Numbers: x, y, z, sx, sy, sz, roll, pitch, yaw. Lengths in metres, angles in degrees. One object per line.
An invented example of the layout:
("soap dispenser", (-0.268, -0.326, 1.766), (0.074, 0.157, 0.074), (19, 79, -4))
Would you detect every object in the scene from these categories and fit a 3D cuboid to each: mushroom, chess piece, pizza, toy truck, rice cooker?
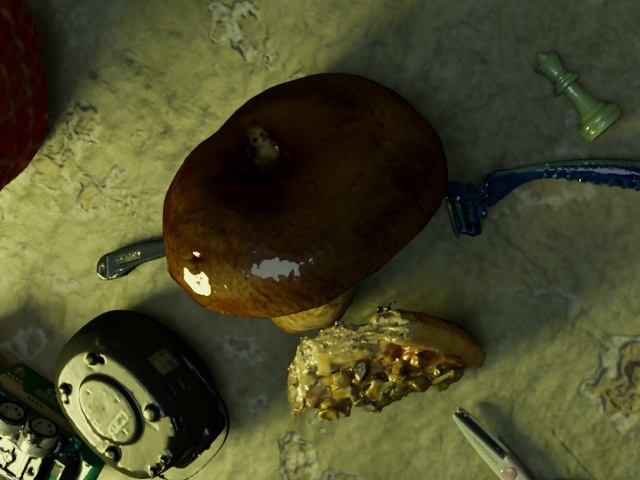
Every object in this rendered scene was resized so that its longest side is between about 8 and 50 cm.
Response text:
("mushroom", (0.000, -0.033, 0.867), (0.267, 0.255, 0.267), (-16, 62, 32))
("chess piece", (0.231, -0.137, 0.864), (0.042, 0.042, 0.093), (-42, 83, 21))
("pizza", (0.045, 0.131, 0.933), (0.226, 0.147, 0.069), (-18, 59, 18))
("toy truck", (-0.360, 0.210, 1.081), (0.253, 0.124, 0.114), (33, 110, 9))
("rice cooker", (-0.195, 0.170, 1.022), (0.203, 0.118, 0.142), (43, 111, 7))

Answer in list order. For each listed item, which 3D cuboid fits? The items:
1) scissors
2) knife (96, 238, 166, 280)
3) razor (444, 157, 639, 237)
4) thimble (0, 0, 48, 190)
("scissors", (0.198, 0.239, 0.970), (0.085, 0.022, 0.176), (-41, 92, 24))
("knife", (-0.193, 0.017, 1.039), (0.121, 0.018, 0.031), (-16, 91, 19))
("razor", (0.277, -0.052, 0.864), (0.324, 0.093, 0.056), (-4, 66, 14))
("thimble", (-0.462, -0.154, 0.930), (0.351, 0.230, 0.350), (5, 121, 9))
